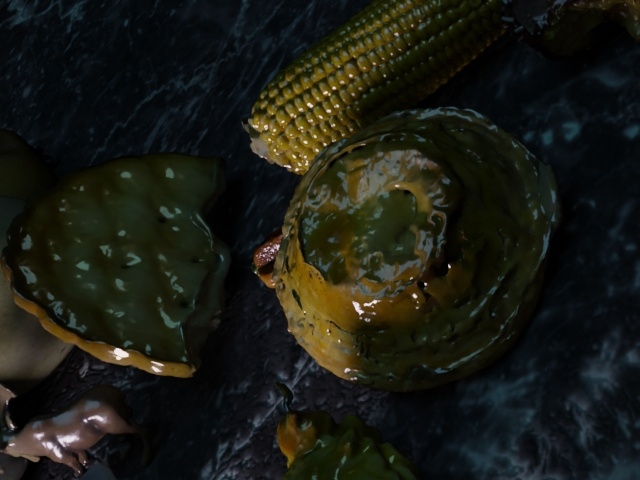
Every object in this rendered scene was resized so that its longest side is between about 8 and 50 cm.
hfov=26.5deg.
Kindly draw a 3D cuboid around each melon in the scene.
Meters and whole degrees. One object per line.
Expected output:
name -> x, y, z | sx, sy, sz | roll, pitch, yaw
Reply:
melon -> -0.462, 0.089, 1.815 | 0.330, 0.268, 0.268 | -40, 41, 11

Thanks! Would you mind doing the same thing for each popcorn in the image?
popcorn -> 0.025, 0.247, 1.314 | 0.168, 0.174, 0.195 | -40, 35, 36

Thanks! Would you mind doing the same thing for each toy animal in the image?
toy animal -> -0.327, 0.229, 1.631 | 0.214, 0.186, 0.093 | -31, 40, 12

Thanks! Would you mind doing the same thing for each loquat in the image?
loquat -> -0.475, -0.069, 1.995 | 0.213, 0.213, 0.213 | -25, 47, 30

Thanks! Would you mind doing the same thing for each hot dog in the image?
hot dog -> 0.000, 0.000, 1.591 | 0.188, 0.055, 0.072 | -27, 64, 24

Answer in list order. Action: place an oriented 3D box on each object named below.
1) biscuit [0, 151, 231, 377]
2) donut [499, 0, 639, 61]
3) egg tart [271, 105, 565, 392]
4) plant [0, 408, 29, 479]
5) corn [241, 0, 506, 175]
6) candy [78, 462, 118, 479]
biscuit -> -0.214, 0.014, 1.694 | 0.329, 0.078, 0.335 | 36, 59, 19
donut -> 0.307, -0.287, 1.460 | 0.230, 0.096, 0.216 | -20, 53, 26
egg tart -> 0.080, -0.008, 1.426 | 0.341, 0.129, 0.341 | -14, 60, 26
plant -> -0.465, 0.322, 1.748 | 0.256, 0.142, 0.164 | -51, 38, 20
corn -> 0.079, -0.213, 1.613 | 0.387, 0.144, 0.144 | -34, 43, 15
candy -> -0.253, 0.356, 1.563 | 0.138, 0.071, 0.174 | -60, 39, 11
